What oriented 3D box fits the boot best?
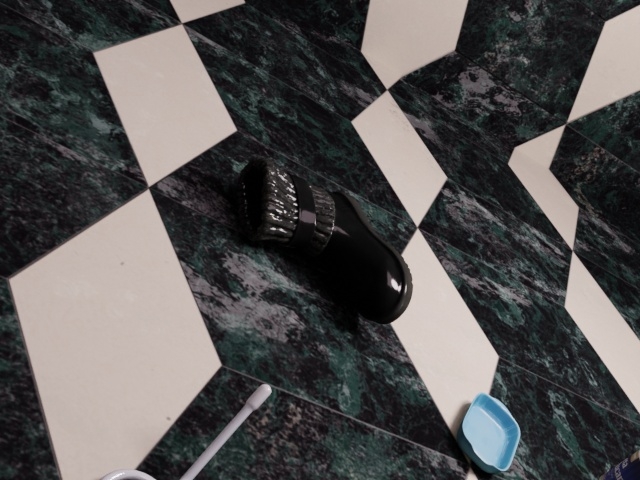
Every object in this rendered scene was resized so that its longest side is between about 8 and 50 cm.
[{"bbox_3d":[-0.003,0.002,1.481,0.260,0.131,0.348,20,25,-43],"label":"boot"}]

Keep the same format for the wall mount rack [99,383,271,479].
[{"bbox_3d":[-0.083,0.350,0.954,0.350,0.130,0.304,43,30,2],"label":"wall mount rack"}]

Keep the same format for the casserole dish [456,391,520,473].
[{"bbox_3d":[0.305,0.355,1.472,0.114,0.037,0.188,43,30,5],"label":"casserole dish"}]

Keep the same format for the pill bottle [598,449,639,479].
[{"bbox_3d":[0.639,0.463,1.575,0.094,0.169,0.094,29,32,-20],"label":"pill bottle"}]
